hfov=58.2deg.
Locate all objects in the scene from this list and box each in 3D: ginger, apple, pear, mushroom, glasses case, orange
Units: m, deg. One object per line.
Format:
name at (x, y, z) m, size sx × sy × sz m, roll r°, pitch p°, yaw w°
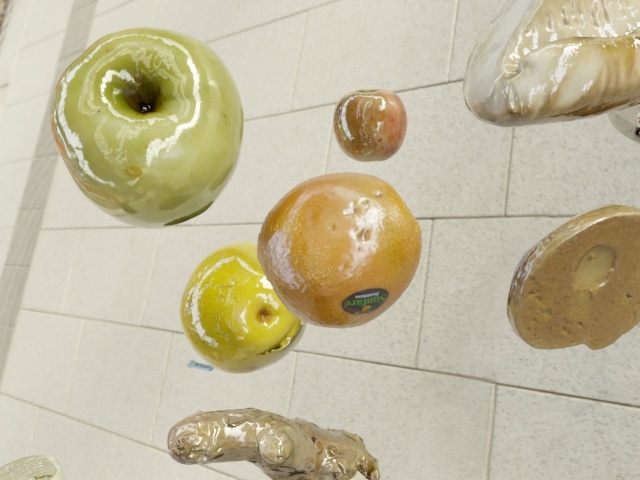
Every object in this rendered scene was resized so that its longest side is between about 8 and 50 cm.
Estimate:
ginger at (-0.042, 0.233, 0.666) m, size 0.122 × 0.290 × 0.084 m, roll 31°, pitch 93°, yaw 46°
apple at (0.122, -0.285, 1.427) m, size 0.188 × 0.188 × 0.174 m, roll 12°, pitch 112°, yaw 40°
pear at (-0.174, 0.138, 1.266) m, size 0.285 × 0.284 × 0.336 m, roll -57°, pitch 28°, yaw 9°
mushroom at (0.412, -0.291, 0.884) m, size 0.397 × 0.313 × 0.224 m, roll -57°, pitch 13°, yaw -7°
glasses case at (0.652, -0.234, 1.128) m, size 0.122 × 0.321 × 0.082 m, roll 17°, pitch 115°, yaw 9°
orange at (0.025, 0.010, 0.719) m, size 0.206 × 0.206 × 0.206 m, roll -13°, pitch 68°, yaw 34°
apple at (-0.228, -0.145, 0.775) m, size 0.262 × 0.262 × 0.263 m, roll -13°, pitch 68°, yaw 34°

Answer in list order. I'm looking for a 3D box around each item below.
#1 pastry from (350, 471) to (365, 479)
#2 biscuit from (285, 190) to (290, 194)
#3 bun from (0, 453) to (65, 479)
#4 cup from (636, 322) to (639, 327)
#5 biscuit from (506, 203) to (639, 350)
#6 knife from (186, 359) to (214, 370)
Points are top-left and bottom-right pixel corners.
pastry at (-0.018, 0.456, 0.874) m, size 0.265 × 0.133 × 0.265 m, roll -43°, pitch 15°, yaw 14°
biscuit at (0.000, 0.000, 0.891) m, size 0.026 × 0.175 × 0.124 m, roll -24°, pitch 24°, yaw 53°
bun at (-0.514, 0.456, 0.944) m, size 0.237 × 0.209 × 0.116 m, roll 16°, pitch 126°, yaw 71°
cup at (0.746, 0.096, 1.188) m, size 0.234 × 0.186 × 0.258 m, roll 18°, pitch 53°, yaw 36°
biscuit at (0.291, 0.041, 0.635) m, size 0.049 × 0.208 × 0.181 m, roll -124°, pitch 42°, yaw -55°
knife at (-0.308, 0.320, 1.473) m, size 0.096 × 0.010 × 0.027 m, roll 1°, pitch 39°, yaw 37°
